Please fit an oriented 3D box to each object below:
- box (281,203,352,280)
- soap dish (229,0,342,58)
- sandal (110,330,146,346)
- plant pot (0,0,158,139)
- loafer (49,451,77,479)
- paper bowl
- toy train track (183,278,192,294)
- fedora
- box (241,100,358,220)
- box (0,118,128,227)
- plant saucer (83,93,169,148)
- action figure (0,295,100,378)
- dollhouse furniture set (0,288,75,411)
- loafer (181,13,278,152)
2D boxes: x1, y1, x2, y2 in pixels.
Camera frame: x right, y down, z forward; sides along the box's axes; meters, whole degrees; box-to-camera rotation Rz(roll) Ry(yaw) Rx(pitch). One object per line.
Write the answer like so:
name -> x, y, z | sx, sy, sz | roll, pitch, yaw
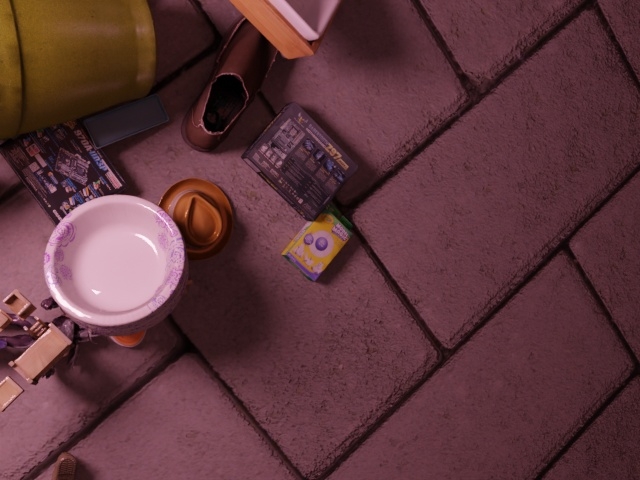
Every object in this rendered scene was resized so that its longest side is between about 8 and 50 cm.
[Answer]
box -> 0.000, 0.000, 1.927 | 0.105, 0.043, 0.179 | 43, 75, -20
soap dish -> -0.070, -0.561, 1.765 | 0.229, 0.118, 0.291 | 42, 43, -21
sandal -> -0.410, 0.106, 1.733 | 0.102, 0.076, 0.265 | 13, 88, -24
plant pot -> -0.524, -0.384, 1.530 | 0.353, 0.366, 0.367 | -13, 98, -33
loafer -> -0.561, 0.526, 1.707 | 0.056, 0.050, 0.148 | 16, 102, -20
paper bowl -> -0.418, 0.059, 1.636 | 0.284, 0.148, 0.284 | 2, 69, -5
toy train track -> -0.335, 0.106, 1.801 | 0.083, 0.014, 0.048 | -20, 108, -16
fedora -> -0.278, -0.047, 1.781 | 0.194, 0.079, 0.194 | -1, 93, -24
box -> -0.047, -0.189, 1.885 | 0.232, 0.059, 0.183 | 43, 76, -19
box -> -0.547, -0.155, 1.671 | 0.175, 0.051, 0.220 | -38, 107, -18
plant saucer -> -0.423, -0.261, 1.711 | 0.192, 0.018, 0.067 | -30, 101, -35
action figure -> -0.603, 0.195, 1.644 | 0.285, 0.099, 0.185 | 7, 85, -27
dollhouse furniture set -> -0.614, 0.217, 1.556 | 0.161, 0.101, 0.182 | 44, 73, -1
loafer -> -0.183, -0.364, 1.777 | 0.133, 0.130, 0.366 | 27, 82, -23
